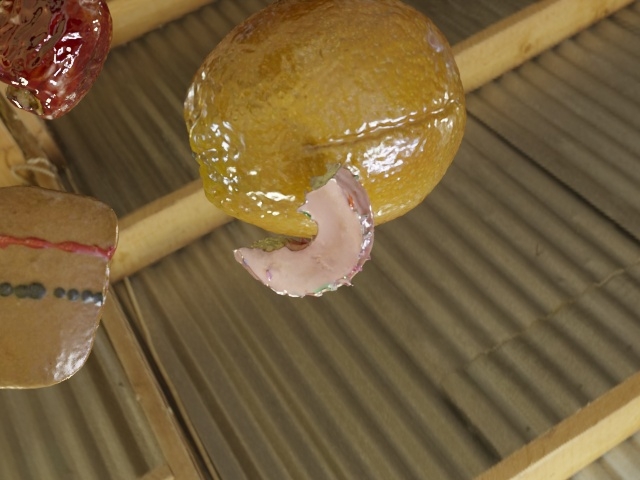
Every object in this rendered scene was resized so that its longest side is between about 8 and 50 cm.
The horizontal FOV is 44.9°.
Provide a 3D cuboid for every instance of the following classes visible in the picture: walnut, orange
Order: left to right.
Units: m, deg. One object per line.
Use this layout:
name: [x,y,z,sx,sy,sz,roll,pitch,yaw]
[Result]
walnut: [-0.533,-0.386,1.465,0.244,0.221,0.269,26,-100,6]
orange: [0.004,-0.157,1.008,0.357,0.322,0.322,-21,-126,-13]

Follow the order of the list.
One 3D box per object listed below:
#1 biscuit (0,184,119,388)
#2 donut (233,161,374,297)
biscuit: [-0.413,0.053,1.011,0.262,0.052,0.277,16,-95,-13]
donut: [0.000,0.000,0.838,0.166,0.117,0.065,-38,-172,22]
